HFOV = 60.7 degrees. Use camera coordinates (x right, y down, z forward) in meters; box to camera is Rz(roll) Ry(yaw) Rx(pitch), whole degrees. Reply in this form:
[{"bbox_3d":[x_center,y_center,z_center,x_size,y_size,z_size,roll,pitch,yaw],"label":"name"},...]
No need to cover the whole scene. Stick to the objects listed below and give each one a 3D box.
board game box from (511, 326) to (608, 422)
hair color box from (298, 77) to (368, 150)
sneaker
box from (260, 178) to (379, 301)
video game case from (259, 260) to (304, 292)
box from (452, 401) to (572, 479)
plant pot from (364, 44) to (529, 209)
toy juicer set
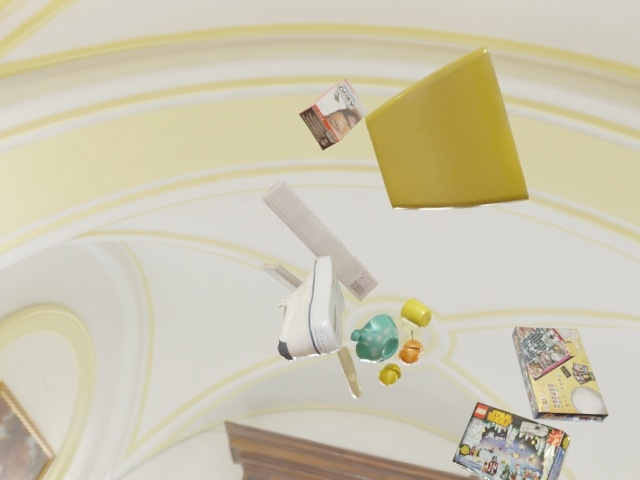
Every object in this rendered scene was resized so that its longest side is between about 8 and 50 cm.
[{"bbox_3d":[0.587,0.327,1.357,0.165,0.243,0.042,3,-45,0],"label":"board game box"},{"bbox_3d":[0.032,-0.272,1.166,0.053,0.167,0.093,-21,-69,40],"label":"hair color box"},{"bbox_3d":[-0.017,0.092,0.831,0.091,0.258,0.094,-14,-75,9],"label":"sneaker"},{"bbox_3d":[0.000,0.000,1.223,0.067,0.063,0.324,-44,-79,0],"label":"box"},{"bbox_3d":[-0.062,0.125,1.444,0.201,0.023,0.183,40,-12,-14],"label":"video game case"},{"bbox_3d":[0.252,0.280,0.728,0.027,0.094,0.137,41,-21,-29],"label":"box"},{"bbox_3d":[0.183,-0.150,0.835,0.187,0.212,0.212,-16,-81,16],"label":"plant pot"},{"bbox_3d":[0.142,0.282,1.383,0.089,0.329,0.209,28,-54,44],"label":"toy juicer set"}]
